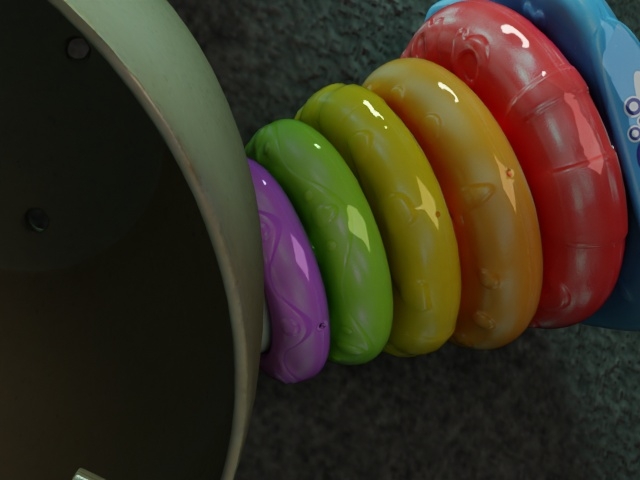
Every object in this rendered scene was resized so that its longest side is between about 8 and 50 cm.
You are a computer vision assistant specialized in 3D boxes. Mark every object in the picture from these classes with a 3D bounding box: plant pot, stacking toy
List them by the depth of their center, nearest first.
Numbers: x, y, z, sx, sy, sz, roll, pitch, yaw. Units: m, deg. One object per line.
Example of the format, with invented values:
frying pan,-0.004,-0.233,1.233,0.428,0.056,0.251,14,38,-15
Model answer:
plant pot,-0.143,-0.014,0.546,0.284,0.284,0.191,50,24,-13
stacking toy,0.000,0.000,0.704,0.302,0.166,0.175,-20,100,-21

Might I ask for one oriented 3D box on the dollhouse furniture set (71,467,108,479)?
dollhouse furniture set,-0.077,0.198,0.471,0.212,0.242,0.161,27,58,-4
